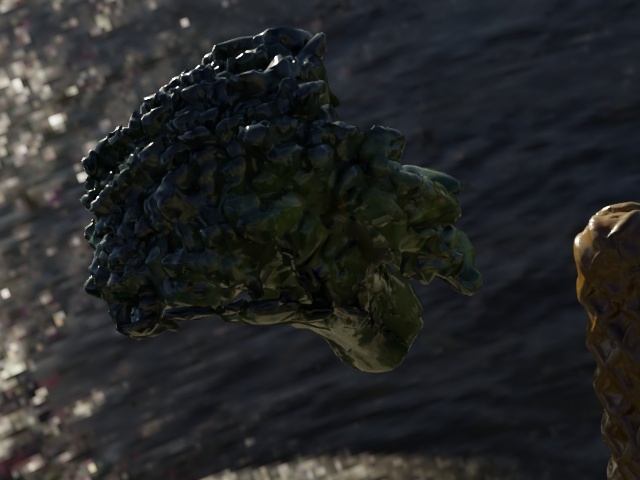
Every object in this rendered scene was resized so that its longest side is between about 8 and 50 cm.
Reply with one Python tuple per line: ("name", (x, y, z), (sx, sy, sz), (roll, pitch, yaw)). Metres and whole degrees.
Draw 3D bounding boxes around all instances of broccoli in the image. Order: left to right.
("broccoli", (0.012, -0.006, 0.924), (0.199, 0.275, 0.177), (-17, 59, 39))

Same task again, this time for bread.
("bread", (0.140, 0.060, 0.716), (0.052, 0.157, 0.044), (-18, 12, -40))
